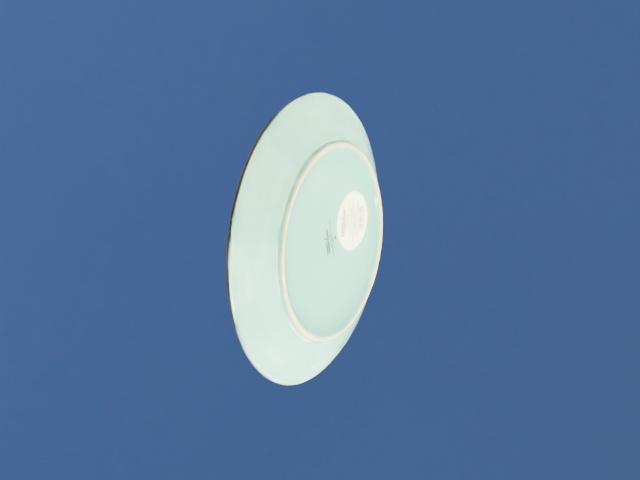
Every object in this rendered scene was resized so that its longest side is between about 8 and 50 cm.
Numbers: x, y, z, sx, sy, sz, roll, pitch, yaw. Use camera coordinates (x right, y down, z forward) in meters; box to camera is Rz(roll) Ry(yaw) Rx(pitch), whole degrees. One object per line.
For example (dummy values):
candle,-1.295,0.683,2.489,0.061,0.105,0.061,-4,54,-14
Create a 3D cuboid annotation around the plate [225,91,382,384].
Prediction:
plate,0.000,0.000,1.119,0.024,0.188,0.188,7,-105,30
